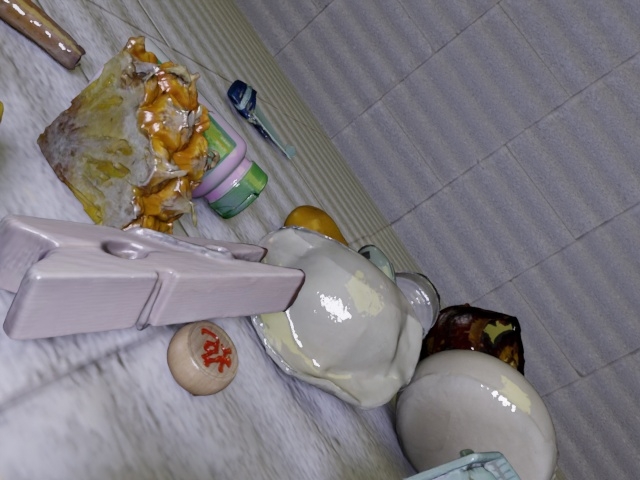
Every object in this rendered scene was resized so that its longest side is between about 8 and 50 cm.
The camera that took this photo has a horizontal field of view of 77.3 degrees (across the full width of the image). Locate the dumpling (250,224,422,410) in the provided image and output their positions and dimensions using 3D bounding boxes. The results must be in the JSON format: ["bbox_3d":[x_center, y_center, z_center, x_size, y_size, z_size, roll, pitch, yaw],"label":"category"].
[{"bbox_3d":[0.035,0.142,0.671,0.341,0.181,0.260,57,34,-29],"label":"dumpling"}]

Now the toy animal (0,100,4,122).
[{"bbox_3d":[-0.335,-0.098,0.287,0.159,0.070,0.083,19,77,-43],"label":"toy animal"}]

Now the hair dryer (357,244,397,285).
[{"bbox_3d":[0.096,0.107,0.841,0.267,0.092,0.229,5,52,-55],"label":"hair dryer"}]

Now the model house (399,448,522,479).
[{"bbox_3d":[0.109,0.346,0.383,0.198,0.224,0.215,45,22,-21],"label":"model house"}]

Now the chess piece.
[{"bbox_3d":[-0.131,0.131,0.448,0.083,0.038,0.083,49,19,-23],"label":"chess piece"}]

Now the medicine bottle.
[{"bbox_3d":[-0.210,-0.161,0.631,0.274,0.133,0.133,45,19,-25],"label":"medicine bottle"}]

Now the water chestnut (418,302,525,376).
[{"bbox_3d":[0.412,0.345,1.162,0.335,0.347,0.335,6,81,-42],"label":"water chestnut"}]

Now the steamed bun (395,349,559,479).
[{"bbox_3d":[0.286,0.335,0.753,0.283,0.283,0.177,57,33,8],"label":"steamed bun"}]

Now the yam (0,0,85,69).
[{"bbox_3d":[-0.429,-0.328,0.507,0.264,0.046,0.046,42,21,-37],"label":"yam"}]

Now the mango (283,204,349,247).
[{"bbox_3d":[0.000,0.000,0.934,0.227,0.109,0.147,36,25,-50],"label":"mango"}]

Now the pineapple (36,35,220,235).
[{"bbox_3d":[-0.222,-0.099,0.460,0.186,0.236,0.114,18,1,18],"label":"pineapple"}]

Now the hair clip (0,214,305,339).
[{"bbox_3d":[-0.151,0.043,0.435,0.101,0.085,0.331,41,18,27],"label":"hair clip"}]

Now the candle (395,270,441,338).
[{"bbox_3d":[0.199,0.177,1.012,0.187,0.187,0.330,58,18,12],"label":"candle"}]

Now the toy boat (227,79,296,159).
[{"bbox_3d":[-0.181,-0.370,1.241,0.291,0.070,0.210,54,19,-10],"label":"toy boat"}]
